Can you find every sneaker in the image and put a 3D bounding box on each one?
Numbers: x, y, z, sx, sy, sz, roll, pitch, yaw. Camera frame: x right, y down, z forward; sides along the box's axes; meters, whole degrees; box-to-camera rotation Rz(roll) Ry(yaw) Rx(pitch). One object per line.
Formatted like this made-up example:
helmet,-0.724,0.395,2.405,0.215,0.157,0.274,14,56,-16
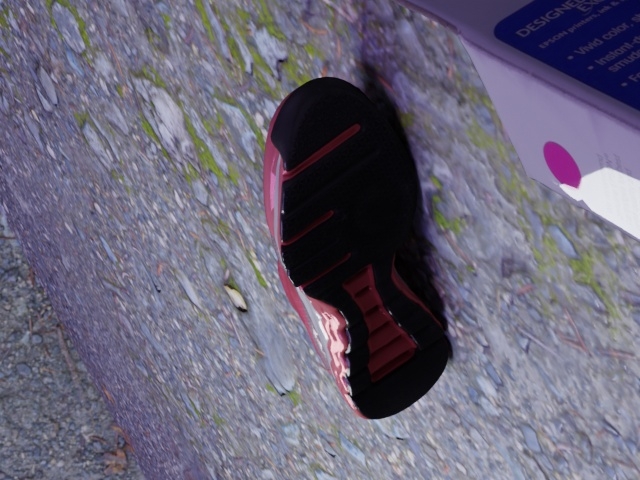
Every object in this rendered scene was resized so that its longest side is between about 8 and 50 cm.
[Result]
sneaker,0.000,0.001,1.181,0.136,0.116,0.314,42,156,44

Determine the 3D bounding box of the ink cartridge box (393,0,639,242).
ink cartridge box,0.192,-0.047,0.510,0.371,0.176,0.069,39,154,46
